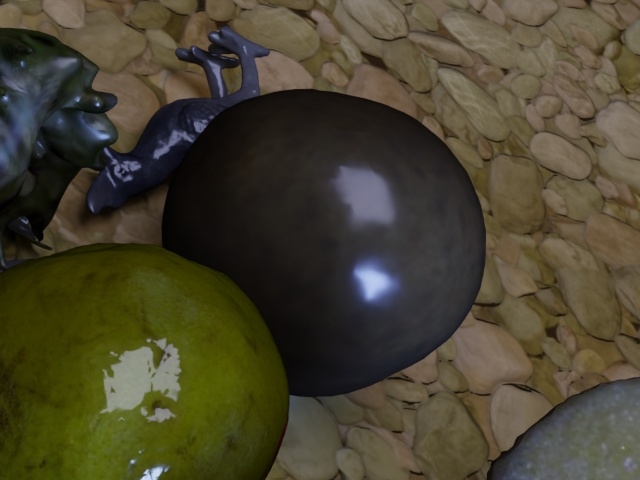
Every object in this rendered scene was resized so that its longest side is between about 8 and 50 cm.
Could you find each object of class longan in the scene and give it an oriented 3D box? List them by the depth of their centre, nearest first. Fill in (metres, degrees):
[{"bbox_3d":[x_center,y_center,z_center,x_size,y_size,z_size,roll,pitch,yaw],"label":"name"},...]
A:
[{"bbox_3d":[-0.001,0.002,1.746,0.297,0.297,0.297,19,49,-23],"label":"longan"}]

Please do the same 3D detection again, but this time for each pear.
[{"bbox_3d":[-0.182,0.168,1.501,0.287,0.287,0.375,31,64,-12],"label":"pear"}]

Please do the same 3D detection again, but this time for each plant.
[{"bbox_3d":[-0.338,-0.122,1.598,0.333,0.251,0.180,31,54,12],"label":"plant"}]

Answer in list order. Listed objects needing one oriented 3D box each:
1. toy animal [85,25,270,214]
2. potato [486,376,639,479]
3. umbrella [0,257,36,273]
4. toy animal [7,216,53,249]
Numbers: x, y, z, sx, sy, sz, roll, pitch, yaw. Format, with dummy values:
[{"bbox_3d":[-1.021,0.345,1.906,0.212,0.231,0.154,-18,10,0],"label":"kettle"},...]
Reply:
[{"bbox_3d":[-0.085,-0.115,1.910,0.367,0.081,0.206,-1,63,-30],"label":"toy animal"},{"bbox_3d":[0.333,0.368,1.715,0.385,0.319,0.442,-9,65,6],"label":"potato"},{"bbox_3d":[-0.337,0.063,1.612,0.337,0.067,0.073,-7,65,-39],"label":"umbrella"},{"bbox_3d":[-0.295,-0.113,1.760,0.155,0.095,0.219,24,46,-25],"label":"toy animal"}]
